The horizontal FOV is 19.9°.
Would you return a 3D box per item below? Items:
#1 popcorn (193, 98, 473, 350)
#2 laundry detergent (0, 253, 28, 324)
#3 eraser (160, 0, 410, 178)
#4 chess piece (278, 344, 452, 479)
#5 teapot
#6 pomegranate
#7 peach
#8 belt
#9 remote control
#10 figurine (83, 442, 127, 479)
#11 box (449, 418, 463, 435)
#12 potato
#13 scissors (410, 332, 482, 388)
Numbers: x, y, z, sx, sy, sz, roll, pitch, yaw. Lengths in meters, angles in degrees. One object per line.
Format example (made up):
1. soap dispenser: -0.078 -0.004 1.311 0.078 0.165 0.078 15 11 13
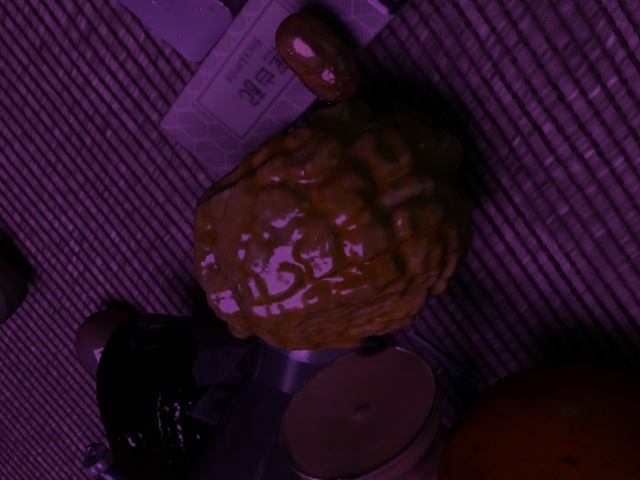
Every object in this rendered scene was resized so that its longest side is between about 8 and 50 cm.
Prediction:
1. popcorn: 0.000 0.000 1.563 0.286 0.225 0.174 123 132 -60
2. laundry detergent: -0.458 -0.008 2.092 0.181 0.091 0.253 -6 127 44
3. eraser: -0.007 -0.177 1.467 0.098 0.096 0.404 40 147 -4
4. chess piece: 0.066 0.215 1.701 0.124 0.139 0.307 16 159 22
5. teapot: -0.015 0.185 1.799 0.203 0.225 0.171 10 -170 -33
6. pomegranate: 0.233 0.237 1.611 0.264 0.264 0.264 24 145 19
7. peach: -0.236 0.116 2.053 0.083 0.083 0.083 24 145 19
8. belt: -0.116 0.205 1.950 0.164 0.184 0.289 18 144 43
9. remote control: -0.177 -0.260 1.578 0.250 0.034 0.103 40 147 -5
10. figurine: -0.238 0.350 2.292 0.193 0.140 0.265 -7 118 35
11. box: 0.154 0.211 1.821 0.060 0.063 0.084 43 147 -6
12. potato: -0.001 -0.140 1.385 0.051 0.040 0.083 -15 125 39
13. scissors: 0.122 0.116 1.786 0.083 0.006 0.036 37 148 0
